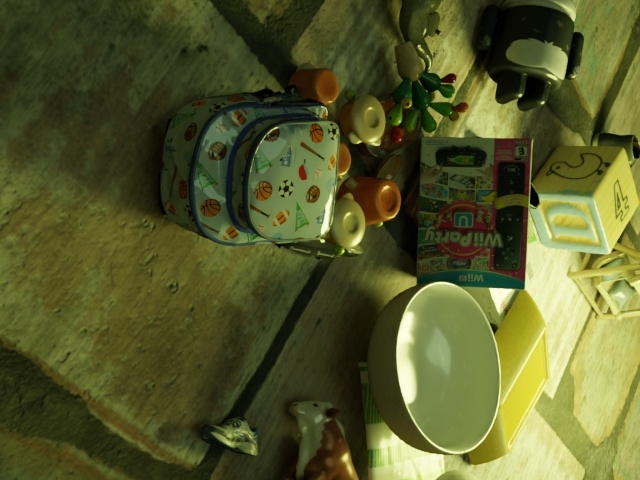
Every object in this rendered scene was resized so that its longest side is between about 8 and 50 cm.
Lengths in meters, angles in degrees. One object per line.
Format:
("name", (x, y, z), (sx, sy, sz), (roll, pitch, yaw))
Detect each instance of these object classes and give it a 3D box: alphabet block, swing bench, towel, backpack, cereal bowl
("alphabet block", (0.658, -0.105, 2.050), (0.197, 0.192, 0.193), (-50, 129, -30))
("swing bench", (0.861, 0.111, 2.239), (0.253, 0.254, 0.165), (44, 65, -40))
("towel", (0.171, 0.404, 1.677), (0.247, 0.038, 0.325), (4, 79, -46))
("backpack", (-0.109, -0.104, 1.260), (0.263, 0.213, 0.277), (-5, 102, -35))
("cereal bowl", (0.207, 0.254, 1.613), (0.339, 0.141, 0.339), (15, 68, -42))

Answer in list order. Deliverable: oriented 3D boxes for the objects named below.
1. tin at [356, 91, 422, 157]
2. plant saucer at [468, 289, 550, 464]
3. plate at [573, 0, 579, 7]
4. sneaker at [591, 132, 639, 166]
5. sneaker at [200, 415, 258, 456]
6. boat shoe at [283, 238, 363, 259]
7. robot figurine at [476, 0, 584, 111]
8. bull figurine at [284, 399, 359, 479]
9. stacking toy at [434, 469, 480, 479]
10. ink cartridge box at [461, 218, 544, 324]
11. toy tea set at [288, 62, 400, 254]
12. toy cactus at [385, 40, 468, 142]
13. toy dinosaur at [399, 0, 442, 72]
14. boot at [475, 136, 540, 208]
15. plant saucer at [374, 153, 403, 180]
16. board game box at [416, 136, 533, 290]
("tin", (0.133, -0.230, 1.602), (0.189, 0.040, 0.106), (-29, 119, -40))
("plant saucer", (0.445, 0.335, 1.899), (0.333, 0.081, 0.333), (-52, 144, -25))
("plate", (0.586, -0.683, 2.002), (0.277, 0.045, 0.278), (28, 76, -45))
("sneaker", (0.829, -0.191, 2.263), (0.083, 0.118, 0.222), (-40, 122, -35))
("sneaker", (-0.152, 0.323, 1.379), (0.135, 0.052, 0.058), (38, 58, -50))
("boat shoe", (0.000, 0.000, 1.494), (0.065, 0.075, 0.206), (-43, 146, 22))
("robot figurine", (0.472, -0.436, 1.829), (0.209, 0.173, 0.278), (19, 81, -52))
("bull figurine", (0.000, 0.442, 1.509), (0.188, 0.101, 0.310), (-42, 123, -30))
("stacking toy", (0.158, 0.591, 1.476), (0.480, 0.350, 0.351), (-41, 123, -44))
("ink cartridge box", (0.416, 0.063, 1.889), (0.219, 0.092, 0.160), (-48, 128, -30))
("toy tea set", (0.025, -0.150, 1.455), (0.200, 0.124, 0.336), (-18, 101, -42))
("toy cactus", (0.190, -0.292, 1.569), (0.219, 0.112, 0.181), (-29, 106, -31))
("toy dinosaur", (0.199, -0.460, 1.580), (0.160, 0.121, 0.314), (-35, 154, -51))
("boot", (0.425, -0.152, 1.861), (0.082, 0.106, 0.219), (-56, 130, -25))
("plant saucer", (0.130, -0.138, 1.604), (0.083, 0.015, 0.083), (-42, 156, -24))
("board game box", (0.315, -0.058, 1.673), (0.097, 0.223, 0.304), (-29, 121, -78))
